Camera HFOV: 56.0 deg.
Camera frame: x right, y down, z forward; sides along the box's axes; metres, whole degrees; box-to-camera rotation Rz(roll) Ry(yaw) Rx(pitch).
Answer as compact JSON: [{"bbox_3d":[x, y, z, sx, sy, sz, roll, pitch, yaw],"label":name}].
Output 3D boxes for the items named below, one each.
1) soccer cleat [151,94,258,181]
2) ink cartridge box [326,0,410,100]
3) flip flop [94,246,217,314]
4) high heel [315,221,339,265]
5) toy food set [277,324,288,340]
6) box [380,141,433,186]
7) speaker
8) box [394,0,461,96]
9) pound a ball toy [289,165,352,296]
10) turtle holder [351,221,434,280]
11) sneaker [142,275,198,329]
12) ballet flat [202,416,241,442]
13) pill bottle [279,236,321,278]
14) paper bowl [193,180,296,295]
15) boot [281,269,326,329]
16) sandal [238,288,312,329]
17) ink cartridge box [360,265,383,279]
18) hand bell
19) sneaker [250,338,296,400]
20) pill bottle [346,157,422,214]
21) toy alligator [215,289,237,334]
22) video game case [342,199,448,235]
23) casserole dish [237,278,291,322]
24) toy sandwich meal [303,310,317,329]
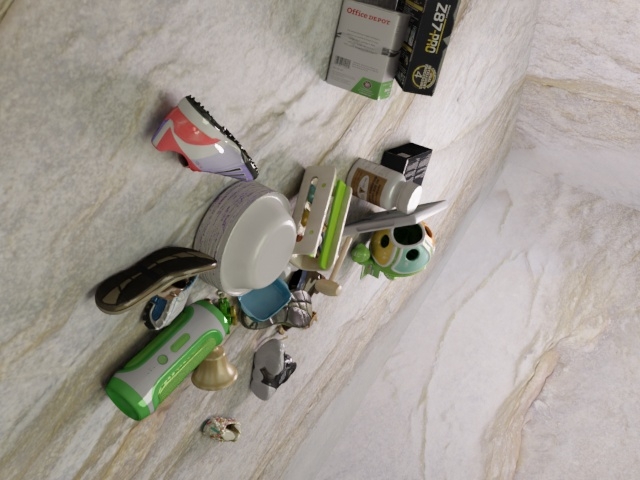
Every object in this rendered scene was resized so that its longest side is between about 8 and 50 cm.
[{"bbox_3d":[-0.229,-0.182,1.243,0.116,0.108,0.318,-41,160,3],"label":"soccer cleat"},{"bbox_3d":[0.122,-0.495,1.561,0.093,0.160,0.219,-32,142,-55],"label":"ink cartridge box"},{"bbox_3d":[-0.338,0.091,1.256,0.277,0.112,0.080,-33,138,-44],"label":"flip flop"},{"bbox_3d":[0.000,0.000,1.956,0.261,0.093,0.186,162,-88,-86],"label":"high heel"},{"bbox_3d":[-0.119,0.276,2.037,0.078,0.019,0.122,-4,109,-63],"label":"toy food set"},{"bbox_3d":[0.315,-0.260,2.295,0.261,0.103,0.184,-27,134,-56],"label":"box"},{"bbox_3d":[-0.350,0.273,1.403,0.296,0.131,0.131,-46,151,-36],"label":"speaker"},{"bbox_3d":[0.267,-0.590,1.616,0.394,0.097,0.318,-95,-166,-64],"label":"box"},{"bbox_3d":[-0.007,-0.023,1.709,0.208,0.136,0.318,44,54,-53],"label":"pound a ball toy"},{"bbox_3d":[0.291,0.008,2.361,0.227,0.321,0.243,95,6,-69],"label":"turtle holder"},{"bbox_3d":[-0.329,0.118,1.375,0.190,0.071,0.083,-56,165,-1],"label":"sneaker"},{"bbox_3d":[-0.300,0.615,1.929,0.091,0.077,0.241,-62,158,-7],"label":"ballet flat"},{"bbox_3d":[-0.079,0.031,1.766,0.169,0.094,0.094,-49,153,-31],"label":"pill bottle"},{"bbox_3d":[-0.167,0.005,1.487,0.284,0.148,0.284,-46,150,-37],"label":"paper bowl"},{"bbox_3d":[-0.084,0.181,1.964,0.106,0.082,0.219,39,82,-38],"label":"boot"},{"bbox_3d":[-0.136,0.208,1.840,0.303,0.086,0.120,5,86,-45],"label":"sandal"},{"bbox_3d":[0.256,0.090,2.583,0.209,0.062,0.108,-40,148,-43],"label":"ink cartridge box"},{"bbox_3d":[-0.287,0.260,1.588,0.126,0.126,0.241,-33,130,-51],"label":"hand bell"},{"bbox_3d":[-0.146,0.404,2.015,0.153,0.101,0.268,-36,150,-50],"label":"sneaker"},{"bbox_3d":[0.211,-0.175,1.995,0.131,0.229,0.131,-46,151,-36],"label":"pill bottle"},{"bbox_3d":[-0.257,0.178,1.605,0.051,0.056,0.189,-101,-172,-45],"label":"toy alligator"},{"bbox_3d":[0.263,-0.082,2.159,0.329,0.300,0.036,-22,101,-57],"label":"video game case"},{"bbox_3d":[-0.164,0.167,1.721,0.188,0.114,0.037,-36,169,-50],"label":"casserole dish"},{"bbox_3d":[-0.035,0.296,2.220,0.085,0.029,0.085,-47,152,-35],"label":"toy sandwich meal"}]
